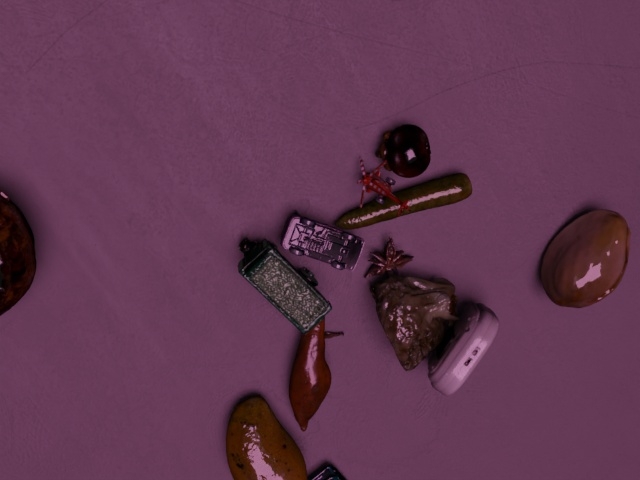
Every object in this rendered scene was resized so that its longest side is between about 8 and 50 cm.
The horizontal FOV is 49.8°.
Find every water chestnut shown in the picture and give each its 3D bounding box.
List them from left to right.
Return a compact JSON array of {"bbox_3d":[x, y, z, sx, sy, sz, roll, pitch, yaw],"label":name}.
[{"bbox_3d":[-0.784,0.038,1.458,0.351,0.302,0.350,-3,111,-8],"label":"water chestnut"}]

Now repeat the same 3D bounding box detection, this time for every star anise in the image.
[{"bbox_3d":[0.162,0.058,1.779,0.129,0.056,0.124,-41,129,14],"label":"star anise"}]

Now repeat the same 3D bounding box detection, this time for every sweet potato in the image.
[{"bbox_3d":[-0.026,0.362,1.796,0.112,0.112,0.359,2,117,-11],"label":"sweet potato"}]

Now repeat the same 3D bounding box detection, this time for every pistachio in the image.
[{"bbox_3d":[0.707,0.052,1.837,0.288,0.197,0.166,-58,151,-3],"label":"pistachio"}]

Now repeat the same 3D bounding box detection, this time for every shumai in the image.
[{"bbox_3d":[0.259,0.191,1.767,0.218,0.189,0.255,-25,116,-2],"label":"shumai"}]

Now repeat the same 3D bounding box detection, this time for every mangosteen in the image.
[{"bbox_3d":[0.199,-0.216,1.677,0.140,0.140,0.140,-3,107,-10],"label":"mangosteen"}]

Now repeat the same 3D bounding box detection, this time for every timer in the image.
[{"bbox_3d":[0.362,0.272,1.777,0.087,0.262,0.237,36,98,5],"label":"timer"}]

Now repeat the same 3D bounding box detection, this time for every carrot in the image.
[{"bbox_3d":[0.208,-0.092,1.734,0.359,0.074,0.074,-17,109,-2],"label":"carrot"}]

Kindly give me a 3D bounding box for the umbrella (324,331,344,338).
[{"bbox_3d":[0.023,0.252,1.824,0.083,0.031,0.020,0,74,-13],"label":"umbrella"}]

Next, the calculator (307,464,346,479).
[{"bbox_3d":[0.001,0.792,1.962,0.248,0.058,0.274,-35,110,2],"label":"calculator"}]

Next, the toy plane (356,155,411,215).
[{"bbox_3d":[0.159,-0.125,1.652,0.077,0.194,0.126,17,88,-41],"label":"toy plane"}]

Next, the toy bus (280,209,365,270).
[{"bbox_3d":[0.000,0.000,1.702,0.199,0.108,0.096,19,97,-18],"label":"toy bus"}]

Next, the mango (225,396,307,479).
[{"bbox_3d":[-0.149,0.579,1.819,0.176,0.176,0.329,-45,117,-44],"label":"mango"}]

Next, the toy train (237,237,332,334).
[{"bbox_3d":[-0.089,0.094,1.687,0.115,0.154,0.269,-44,109,1],"label":"toy train"}]
